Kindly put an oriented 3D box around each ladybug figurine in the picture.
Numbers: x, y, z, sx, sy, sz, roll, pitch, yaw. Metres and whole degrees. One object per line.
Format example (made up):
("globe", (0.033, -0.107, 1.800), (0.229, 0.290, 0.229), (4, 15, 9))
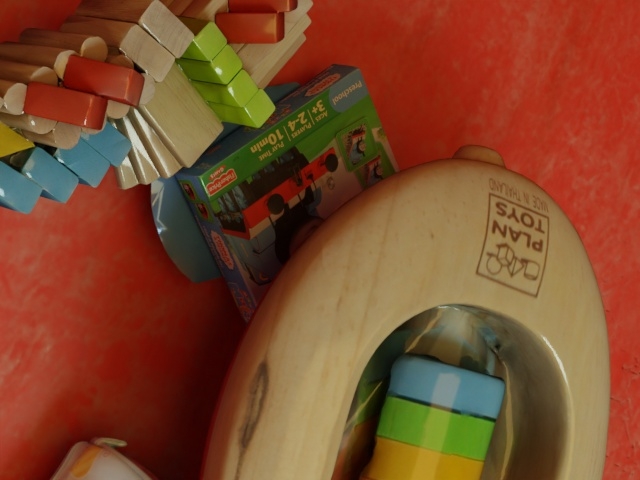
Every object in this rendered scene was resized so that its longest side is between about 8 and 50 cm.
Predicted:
("ladybug figurine", (0.048, 0.151, 1.238), (0.305, 0.162, 0.449), (21, 83, -29))

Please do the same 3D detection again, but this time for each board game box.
("board game box", (0.000, 0.000, 1.313), (0.160, 0.039, 0.212), (-37, 118, -27))
("board game box", (-0.061, -0.046, 1.306), (0.168, 0.033, 0.133), (-14, 105, -35))

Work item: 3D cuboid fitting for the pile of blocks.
("pile of blocks", (-0.130, -0.089, 1.151), (0.362, 0.112, 0.149), (-27, 115, -31))

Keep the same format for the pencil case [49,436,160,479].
("pencil case", (-0.204, 0.268, 1.234), (0.124, 0.113, 0.273), (41, 77, 7))
